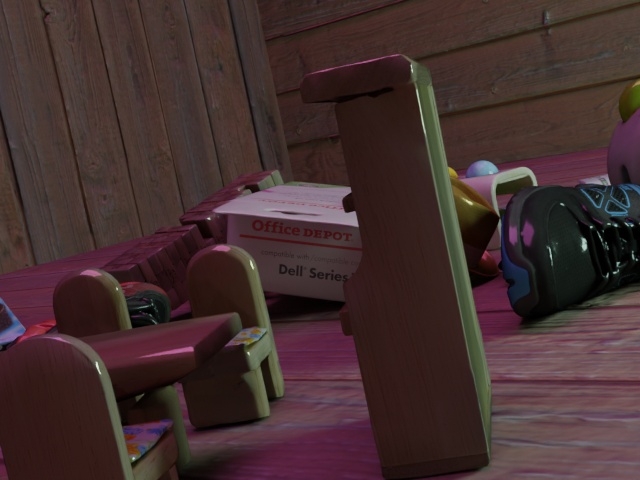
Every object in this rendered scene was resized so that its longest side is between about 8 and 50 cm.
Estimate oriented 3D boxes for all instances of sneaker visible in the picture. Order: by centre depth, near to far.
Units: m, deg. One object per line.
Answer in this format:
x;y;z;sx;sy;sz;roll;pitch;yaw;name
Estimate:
0.296;-0.008;1.024;0.140;0.125;0.341;-1;13;36;sneaker
-0.213;0.105;1.068;0.135;0.097;0.276;-10;8;19;sneaker

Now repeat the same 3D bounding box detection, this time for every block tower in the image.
-0.180;0.008;1.460;0.097;0.090;0.335;-4;26;46;block tower

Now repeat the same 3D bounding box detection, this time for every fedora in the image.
0.164;-0.033;1.259;0.079;0.194;0.194;-55;-9;18;fedora

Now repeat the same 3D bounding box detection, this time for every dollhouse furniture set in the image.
-0.098;0.039;0.691;0.394;0.256;0.362;-10;6;11;dollhouse furniture set

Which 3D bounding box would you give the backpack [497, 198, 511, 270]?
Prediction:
0.266;-0.008;1.206;0.084;0.104;0.114;12;8;6;backpack

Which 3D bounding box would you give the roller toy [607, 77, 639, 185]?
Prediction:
0.473;-0.100;1.231;0.210;0.191;0.146;12;5;0;roller toy

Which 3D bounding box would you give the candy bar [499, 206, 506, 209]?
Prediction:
0.334;-0.047;1.839;0.040;0.018;0.161;-7;6;37;candy bar

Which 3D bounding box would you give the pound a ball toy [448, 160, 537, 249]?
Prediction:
0.217;-0.062;1.640;0.319;0.135;0.208;-5;9;46;pound a ball toy

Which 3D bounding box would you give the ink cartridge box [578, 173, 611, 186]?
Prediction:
0.552;-0.092;1.682;0.181;0.056;0.225;-11;4;7;ink cartridge box

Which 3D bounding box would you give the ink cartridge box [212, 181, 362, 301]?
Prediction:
0.000;0.000;1.338;0.207;0.119;0.353;7;10;15;ink cartridge box

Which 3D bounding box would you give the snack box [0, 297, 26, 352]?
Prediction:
-0.547;0.142;1.222;0.322;0.060;0.187;-15;31;-31;snack box
